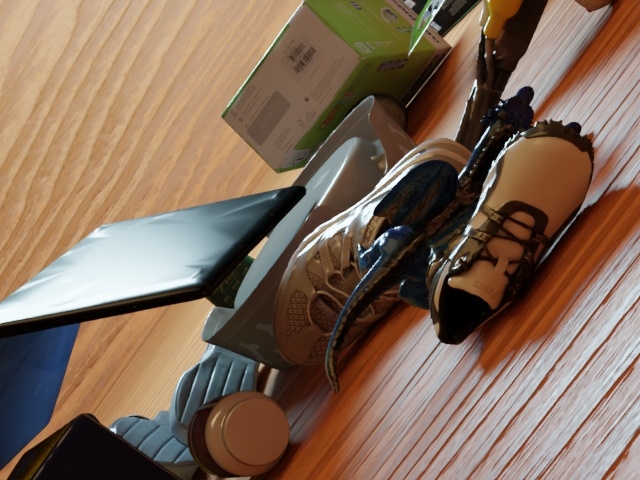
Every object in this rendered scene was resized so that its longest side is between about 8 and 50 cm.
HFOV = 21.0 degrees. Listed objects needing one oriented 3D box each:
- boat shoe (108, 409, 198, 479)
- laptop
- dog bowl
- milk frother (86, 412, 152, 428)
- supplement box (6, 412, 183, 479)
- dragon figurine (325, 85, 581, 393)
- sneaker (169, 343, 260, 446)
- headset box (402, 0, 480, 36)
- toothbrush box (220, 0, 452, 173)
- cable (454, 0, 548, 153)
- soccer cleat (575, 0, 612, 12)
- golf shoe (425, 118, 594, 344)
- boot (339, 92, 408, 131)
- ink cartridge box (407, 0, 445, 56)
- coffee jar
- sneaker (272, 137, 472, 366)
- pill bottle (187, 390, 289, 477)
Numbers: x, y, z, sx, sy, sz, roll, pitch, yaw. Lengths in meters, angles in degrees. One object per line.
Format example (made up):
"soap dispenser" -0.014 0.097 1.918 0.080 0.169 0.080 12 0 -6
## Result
"boat shoe" -0.199 0.269 2.041 0.094 0.109 0.302 -60 -9 3
"laptop" -0.222 0.132 1.865 0.408 0.236 0.382 -11 14 17
"dog bowl" 0.000 0.000 2.015 0.349 0.102 0.349 -53 8 11
"milk frother" -0.295 0.314 2.571 0.143 0.129 0.135 -11 13 2
"supplement box" -0.258 0.332 1.815 0.194 0.195 0.356 -57 8 -21
"dragon figurine" 0.092 -0.011 1.413 0.289 0.085 0.144 -42 -10 -21
"sneaker" -0.121 0.187 2.077 0.258 0.094 0.091 -60 -10 -60
"headset box" 0.229 -0.475 2.537 0.283 0.131 0.246 -59 8 -27
"toothbrush box" 0.026 -0.217 2.351 0.206 0.122 0.283 -52 -17 26
"cable" 0.158 -0.179 1.695 0.139 0.072 0.287 -82 15 -73
"soccer cleat" 0.283 -0.293 1.682 0.076 0.068 0.196 -44 10 42
"golf shoe" 0.142 0.002 1.279 0.094 0.077 0.198 -72 9 -52
"boot" 0.034 -0.063 2.248 0.246 0.083 0.161 -52 18 32
"ink cartridge box" 0.217 -0.328 2.128 0.255 0.097 0.189 -56 7 20
"coffee jar" -0.159 0.038 2.507 0.096 0.184 0.079 -54 8 2
"sneaker" 0.041 0.022 1.651 0.281 0.105 0.115 -52 9 25
"pill bottle" -0.080 0.194 1.726 0.086 0.086 0.152 -57 8 -15
